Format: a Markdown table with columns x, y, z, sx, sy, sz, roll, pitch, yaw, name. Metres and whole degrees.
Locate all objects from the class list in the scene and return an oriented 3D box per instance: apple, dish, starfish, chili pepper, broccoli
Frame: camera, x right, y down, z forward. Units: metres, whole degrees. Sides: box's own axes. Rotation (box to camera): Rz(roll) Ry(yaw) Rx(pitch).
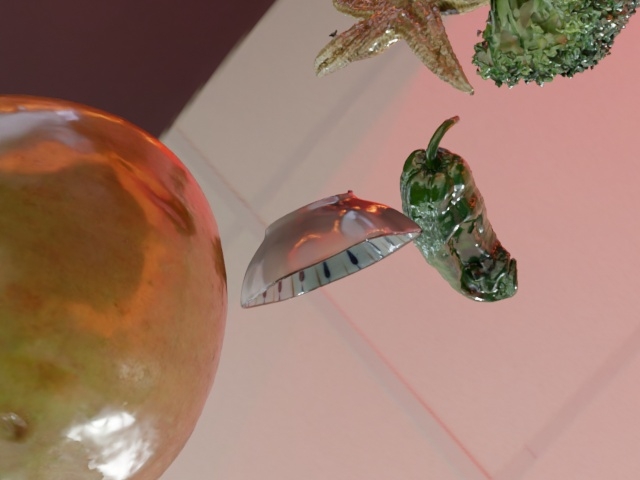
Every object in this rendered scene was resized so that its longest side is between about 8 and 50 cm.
| x | y | z | sx | sy | sz | roll | pitch | yaw | name |
| --- | --- | --- | --- | --- | --- | --- | --- | --- | --- |
| -0.246 | 0.053 | 1.082 | 0.338 | 0.305 | 0.338 | -33 | -136 | 40 | apple |
| 0.000 | 0.000 | 1.372 | 0.190 | 0.190 | 0.066 | -27 | -100 | 22 | dish |
| 0.100 | -0.234 | 1.465 | 0.235 | 0.062 | 0.277 | -36 | -145 | -7 | starfish |
| 0.142 | -0.017 | 1.471 | 0.100 | 0.257 | 0.074 | -30 | -128 | 2 | chili pepper |
| 0.191 | -0.239 | 1.283 | 0.194 | 0.194 | 0.219 | -57 | -160 | 0 | broccoli |
